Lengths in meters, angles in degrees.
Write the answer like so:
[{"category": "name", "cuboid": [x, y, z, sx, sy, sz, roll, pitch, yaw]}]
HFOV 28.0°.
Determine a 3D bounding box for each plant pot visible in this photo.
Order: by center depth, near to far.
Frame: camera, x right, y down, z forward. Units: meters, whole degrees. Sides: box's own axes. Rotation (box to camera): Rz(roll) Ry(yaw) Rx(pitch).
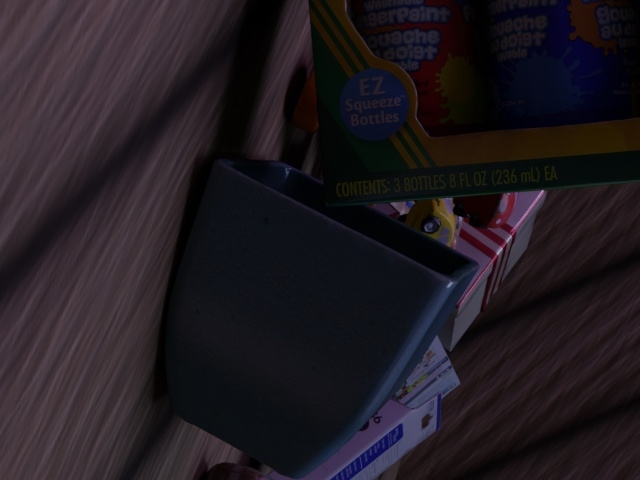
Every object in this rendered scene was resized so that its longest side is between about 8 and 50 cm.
[{"category": "plant pot", "cuboid": [-0.018, 0.084, 1.271, 0.252, 0.247, 0.247, -64, 170, 9]}]

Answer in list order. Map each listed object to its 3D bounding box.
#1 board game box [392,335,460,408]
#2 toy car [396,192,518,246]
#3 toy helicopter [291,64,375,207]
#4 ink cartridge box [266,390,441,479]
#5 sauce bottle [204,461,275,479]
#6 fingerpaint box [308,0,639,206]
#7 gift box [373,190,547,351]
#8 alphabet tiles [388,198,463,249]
[{"category": "board game box", "cuboid": [0.072, 0.207, 1.848, 0.224, 0.097, 0.303, -39, 158, -4]}, {"category": "toy car", "cuboid": [0.158, -0.093, 1.413, 0.239, 0.053, 0.225, 150, -50, -62]}, {"category": "toy helicopter", "cuboid": [0.015, -0.071, 1.553, 0.235, 0.140, 0.355, -70, -178, -66]}, {"category": "ink cartridge box", "cuboid": [0.020, 0.310, 1.744, 0.332, 0.065, 0.165, -35, 156, -13]}, {"category": "sauce bottle", "cuboid": [-0.137, 0.418, 1.426, 0.111, 0.111, 0.344, 89, 19, -55]}, {"category": "fingerpaint box", "cuboid": [0.217, -0.231, 1.176, 0.163, 0.444, 0.371, -12, 98, -77]}, {"category": "gift box", "cuboid": [0.149, -0.017, 1.886, 0.255, 0.276, 0.258, -56, 167, -18]}, {"category": "alphabet tiles", "cuboid": [0.138, -0.046, 1.672, 0.198, 0.009, 0.237, 41, 60, -50]}]
